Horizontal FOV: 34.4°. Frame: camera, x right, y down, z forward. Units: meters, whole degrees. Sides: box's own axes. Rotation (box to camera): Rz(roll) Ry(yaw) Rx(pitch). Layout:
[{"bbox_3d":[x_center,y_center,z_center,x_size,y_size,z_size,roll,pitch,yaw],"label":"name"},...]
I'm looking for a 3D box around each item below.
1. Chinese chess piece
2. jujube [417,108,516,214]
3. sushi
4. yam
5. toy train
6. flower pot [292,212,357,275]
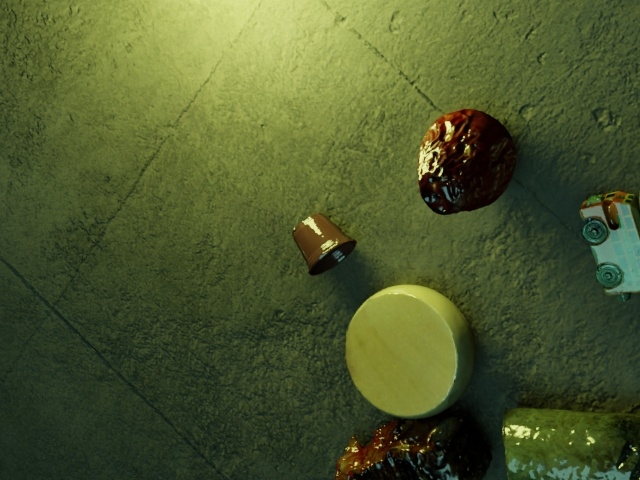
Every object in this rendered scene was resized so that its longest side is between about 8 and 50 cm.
[{"bbox_3d":[0.168,0.206,1.924,0.251,0.097,0.250,2,94,31],"label":"Chinese chess piece"},{"bbox_3d":[0.233,-0.123,1.717,0.168,0.236,0.168,14,124,22],"label":"jujube"},{"bbox_3d":[0.177,0.441,1.991,0.343,0.196,0.182,-36,98,32],"label":"sushi"},{"bbox_3d":[0.475,0.397,1.832,0.300,0.195,0.195,0,110,26],"label":"yam"},{"bbox_3d":[0.502,0.008,1.735,0.099,0.072,0.188,-17,101,24],"label":"toy train"},{"bbox_3d":[0.000,0.000,1.966,0.111,0.111,0.089,-46,71,32],"label":"flower pot"}]
